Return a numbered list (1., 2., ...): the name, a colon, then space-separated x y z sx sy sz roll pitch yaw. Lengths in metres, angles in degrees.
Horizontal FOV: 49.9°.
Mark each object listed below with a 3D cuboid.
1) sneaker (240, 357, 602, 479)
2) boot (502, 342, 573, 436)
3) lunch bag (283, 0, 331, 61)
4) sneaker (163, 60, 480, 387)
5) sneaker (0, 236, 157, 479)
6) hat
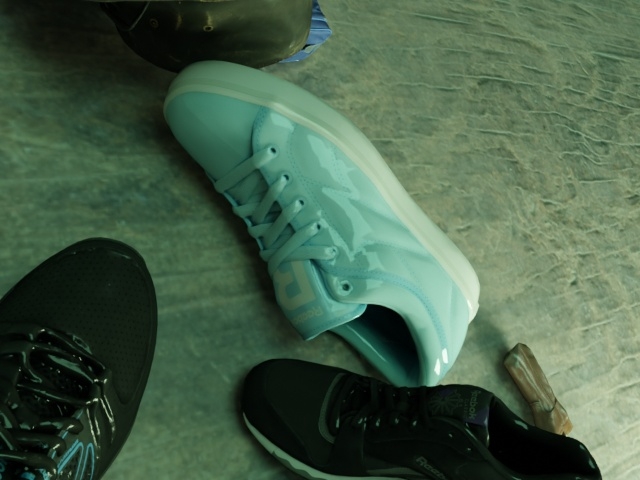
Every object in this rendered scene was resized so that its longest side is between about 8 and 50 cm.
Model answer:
1. sneaker: 0.078 0.143 0.547 0.283 0.124 0.107 22 41 3
2. boot: 0.226 0.174 0.749 0.106 0.037 0.114 -24 87 -55
3. lunch bag: -0.042 -0.225 0.729 0.098 0.067 0.065 -17 78 -40
4. sneaker: 0.000 0.000 0.604 0.366 0.135 0.150 39 47 -14
5. sneaker: -0.176 0.127 0.404 0.125 0.139 0.341 33 51 -17
6. hat: -0.094 -0.225 0.612 0.331 0.134 0.331 -2 40 2
